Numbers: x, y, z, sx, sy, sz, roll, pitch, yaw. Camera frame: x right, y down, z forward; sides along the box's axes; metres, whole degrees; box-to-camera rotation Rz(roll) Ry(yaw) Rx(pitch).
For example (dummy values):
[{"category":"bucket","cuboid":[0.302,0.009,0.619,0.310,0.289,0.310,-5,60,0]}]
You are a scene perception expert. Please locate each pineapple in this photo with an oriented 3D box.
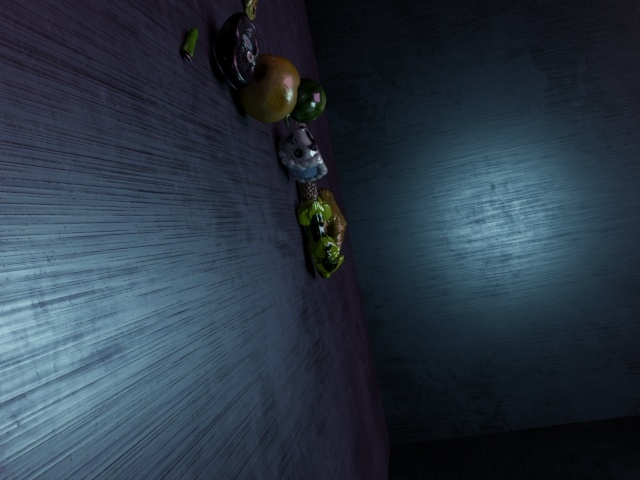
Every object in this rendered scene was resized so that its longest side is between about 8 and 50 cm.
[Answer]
[{"category":"pineapple","cuboid":[-0.059,-0.248,2.401,0.103,0.083,0.221,88,-6,-74]}]

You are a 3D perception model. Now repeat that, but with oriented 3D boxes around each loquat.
[{"category":"loquat","cuboid":[-0.158,-0.473,1.742,0.213,0.213,0.213,-11,90,-80]}]

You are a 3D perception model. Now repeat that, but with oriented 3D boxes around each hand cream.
[{"category":"hand cream","cuboid":[-0.317,-0.477,1.359,0.036,0.023,0.122,43,32,-38]}]

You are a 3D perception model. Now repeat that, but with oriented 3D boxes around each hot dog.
[{"category":"hot dog","cuboid":[-0.257,-0.897,2.046,0.078,0.061,0.168,-76,153,-64]}]

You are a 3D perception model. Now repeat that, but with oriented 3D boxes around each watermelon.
[{"category":"watermelon","cuboid":[-0.080,-0.599,2.416,0.188,0.215,0.188,47,-16,18]}]

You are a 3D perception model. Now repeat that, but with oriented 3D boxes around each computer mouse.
[{"category":"computer mouse","cuboid":[-0.248,-0.543,1.607,0.137,0.096,0.233,46,46,-50]}]

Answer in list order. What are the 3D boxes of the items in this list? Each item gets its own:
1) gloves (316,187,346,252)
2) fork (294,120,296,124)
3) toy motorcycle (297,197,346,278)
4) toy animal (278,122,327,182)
[{"category":"gloves","cuboid":[0.035,-0.070,2.526,0.203,0.155,0.356,53,31,-61]},{"category":"fork","cuboid":[-0.116,-0.580,2.636,0.012,0.016,0.115,39,36,-40]},{"category":"toy motorcycle","cuboid":[-0.002,0.001,2.296,0.206,0.142,0.342,3,-73,61]},{"category":"toy animal","cuboid":[-0.079,-0.335,2.183,0.208,0.156,0.204,65,7,23]}]
